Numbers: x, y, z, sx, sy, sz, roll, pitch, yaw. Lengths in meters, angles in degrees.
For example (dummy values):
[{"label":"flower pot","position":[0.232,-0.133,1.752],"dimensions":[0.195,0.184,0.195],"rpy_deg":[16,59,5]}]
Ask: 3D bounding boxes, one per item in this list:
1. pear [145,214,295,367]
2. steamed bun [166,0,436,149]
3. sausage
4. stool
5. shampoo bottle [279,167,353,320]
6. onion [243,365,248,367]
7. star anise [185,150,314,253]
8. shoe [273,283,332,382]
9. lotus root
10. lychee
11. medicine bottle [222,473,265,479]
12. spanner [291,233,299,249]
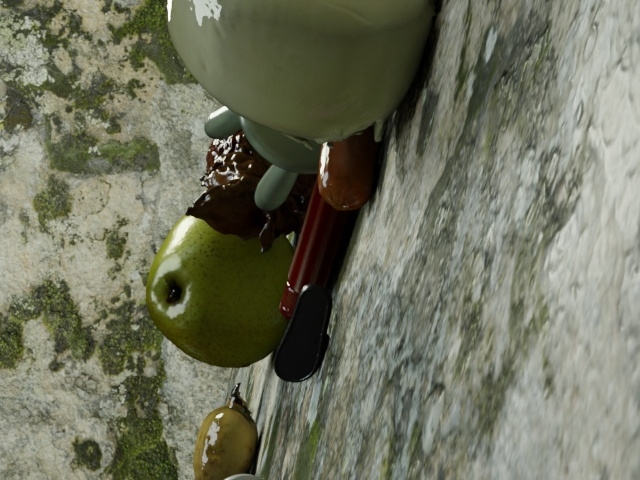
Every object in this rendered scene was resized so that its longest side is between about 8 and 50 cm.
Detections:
[{"label":"pear","position":[-0.166,0.077,1.979],"dimensions":[0.294,0.294,0.294],"rpy_deg":[-166,90,-84]},{"label":"steamed bun","position":[-0.032,-0.263,1.366],"dimensions":[0.334,0.312,0.233],"rpy_deg":[-79,4,-52]},{"label":"sausage","position":[0.038,-0.121,1.468],"dimensions":[0.076,0.076,0.197],"rpy_deg":[112,170,-55]},{"label":"stool","position":[-0.047,-0.170,1.715],"dimensions":[0.195,0.195,0.199],"rpy_deg":[-36,-2,-22]},{"label":"shampoo bottle","position":[0.000,0.000,1.599],"dimensions":[0.102,0.064,0.260],"rpy_deg":[-86,12,-59]},{"label":"onion","position":[-0.167,0.134,2.285],"dimensions":[0.252,0.219,0.252],"rpy_deg":[5,98,42]},{"label":"star anise","position":[-0.070,-0.105,1.878],"dimensions":[0.346,0.237,0.148],"rpy_deg":[-40,-40,-21]},{"label":"shoe","position":[-0.016,0.119,1.522],"dimensions":[0.053,0.062,0.159],"rpy_deg":[-61,-11,-58]},{"label":"lotus root","position":[-0.173,0.377,2.128],"dimensions":[0.125,0.118,0.221],"rpy_deg":[-5,65,50]},{"label":"lychee","position":[-0.116,-0.136,2.285],"dimensions":[0.236,0.236,0.271],"rpy_deg":[144,116,-81]},{"label":"medicine bottle","position":[-0.111,0.378,1.572],"dimensions":[0.186,0.103,0.102],"rpy_deg":[121,162,-70]},{"label":"spanner","position":[-0.053,0.044,2.263],"dimensions":[0.302,0.017,0.071],"rpy_deg":[-87,13,-67]}]
